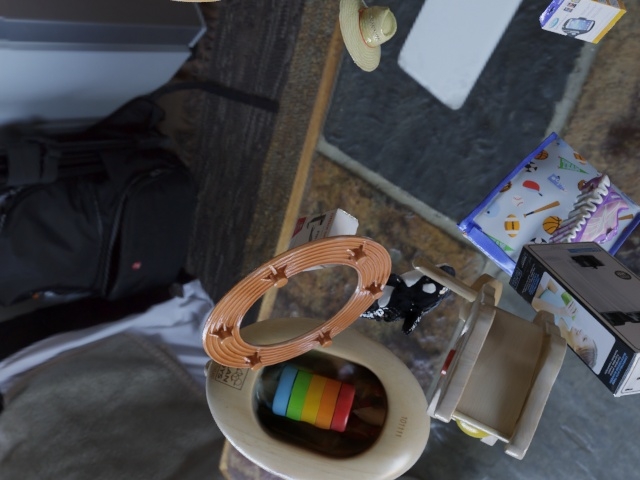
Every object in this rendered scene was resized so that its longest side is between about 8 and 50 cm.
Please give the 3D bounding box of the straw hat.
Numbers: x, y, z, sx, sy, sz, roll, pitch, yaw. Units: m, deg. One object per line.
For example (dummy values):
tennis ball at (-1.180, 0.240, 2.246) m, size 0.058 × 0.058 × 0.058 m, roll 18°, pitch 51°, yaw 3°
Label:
straw hat at (0.091, -0.352, 1.093) m, size 0.061 × 0.144 × 0.145 m, roll -13°, pitch 93°, yaw 32°

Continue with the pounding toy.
pounding toy at (0.134, 0.117, 0.664) m, size 0.154 × 0.269 × 0.154 m, roll 24°, pitch 99°, yaw 11°

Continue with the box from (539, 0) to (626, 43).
box at (0.456, -0.400, 1.176) m, size 0.081 × 0.136 × 0.028 m, roll 125°, pitch 151°, yaw -55°

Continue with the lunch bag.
lunch bag at (0.559, -0.029, 1.667) m, size 0.328 × 0.385 × 0.239 m, roll 42°, pitch 144°, yaw 12°

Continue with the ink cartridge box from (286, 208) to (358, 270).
ink cartridge box at (0.000, 0.000, 1.299) m, size 0.135 × 0.056 × 0.099 m, roll -13°, pitch 52°, yaw 52°

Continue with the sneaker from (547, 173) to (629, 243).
sneaker at (0.559, -0.022, 1.382) m, size 0.104 × 0.236 × 0.095 m, roll 38°, pitch 168°, yaw -2°

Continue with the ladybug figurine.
ladybug figurine at (-0.011, 0.312, 1.304) m, size 0.449 × 0.162 × 0.305 m, roll 19°, pitch 79°, yaw 8°

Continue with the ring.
ring at (-0.028, 0.114, 1.083) m, size 0.032 × 0.336 × 0.337 m, roll 58°, pitch 133°, yaw 31°

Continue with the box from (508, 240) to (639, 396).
box at (0.466, 0.115, 1.091) m, size 0.290 × 0.169 × 0.087 m, roll -120°, pitch 35°, yaw -52°

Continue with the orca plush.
orca plush at (0.151, 0.139, 1.337) m, size 0.287 × 0.151 × 0.102 m, roll -17°, pitch 58°, yaw 30°
